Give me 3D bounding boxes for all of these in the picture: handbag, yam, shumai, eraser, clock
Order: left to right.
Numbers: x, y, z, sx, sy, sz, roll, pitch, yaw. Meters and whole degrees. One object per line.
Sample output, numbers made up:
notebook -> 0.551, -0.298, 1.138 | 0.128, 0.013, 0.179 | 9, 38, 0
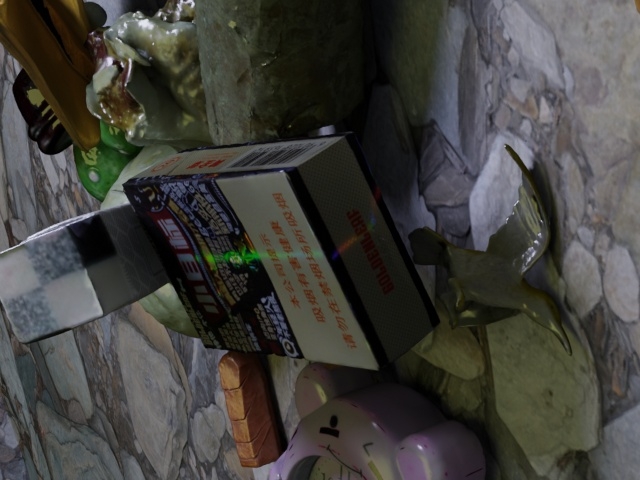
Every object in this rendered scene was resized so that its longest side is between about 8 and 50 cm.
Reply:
handbag -> -0.338, -0.307, 1.573 | 0.283, 0.133, 0.401 | 59, 177, 19
eraser -> -0.213, 0.014, 1.331 | 0.404, 0.096, 0.098 | -40, -71, -79
shumai -> -0.147, -0.172, 1.426 | 0.255, 0.218, 0.189 | 103, 151, -44
yam -> -0.039, -0.223, 1.213 | 0.168, 0.168, 0.304 | 45, 148, 45
clock -> 0.058, 0.303, 1.357 | 0.296, 0.113, 0.322 | 29, 124, 46

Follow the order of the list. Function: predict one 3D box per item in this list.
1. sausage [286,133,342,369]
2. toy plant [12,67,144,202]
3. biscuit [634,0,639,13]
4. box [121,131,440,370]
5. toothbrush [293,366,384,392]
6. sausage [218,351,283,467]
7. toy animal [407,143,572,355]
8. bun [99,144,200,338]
sausage -> 0.001, -0.001, 1.336 | 0.270, 0.109, 0.109 | 64, 153, 10
toy plant -> -0.326, -0.171, 1.844 | 0.235, 0.175, 0.218 | 45, 145, 0
biscuit -> 0.232, -0.262, 0.798 | 0.355, 0.052, 0.275 | 42, 140, 49
box -> -0.046, 0.008, 1.197 | 0.310, 0.084, 0.198 | 0, 120, 56
toothbrush -> 0.020, 0.163, 1.497 | 0.024, 0.018, 0.257 | 68, 154, 6
sausage -> -0.097, 0.214, 1.707 | 0.065, 0.065, 0.169 | 1, 104, 63
toy animal -> 0.146, 0.048, 1.100 | 0.219, 0.095, 0.155 | 106, 144, -49
bun -> -0.190, 0.002, 1.641 | 0.283, 0.179, 0.283 | 38, 137, 46
